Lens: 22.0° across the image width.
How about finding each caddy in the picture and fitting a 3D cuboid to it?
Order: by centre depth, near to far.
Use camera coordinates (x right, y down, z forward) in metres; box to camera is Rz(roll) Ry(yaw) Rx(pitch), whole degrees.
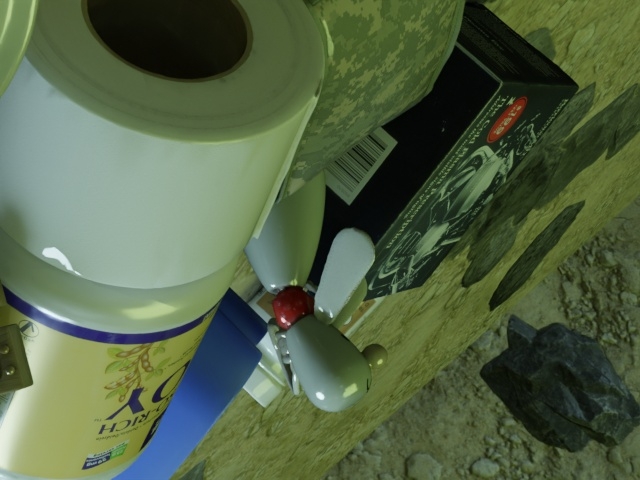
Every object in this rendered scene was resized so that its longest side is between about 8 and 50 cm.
[{"bbox_3d":[-0.211,0.159,1.825,0.341,0.179,0.241,-51,-174,11],"label":"caddy"}]

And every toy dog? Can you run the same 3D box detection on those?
[{"bbox_3d":[0.000,0.000,1.741,0.161,0.334,0.220,-21,-176,-8],"label":"toy dog"}]

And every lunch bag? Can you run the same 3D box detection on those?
[{"bbox_3d":[0.015,-0.208,1.541,0.235,0.169,0.287,-37,166,-29],"label":"lunch bag"}]

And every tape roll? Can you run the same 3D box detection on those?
[{"bbox_3d":[-0.136,-0.109,1.258,0.246,0.246,0.169,-33,157,-41],"label":"tape roll"}]

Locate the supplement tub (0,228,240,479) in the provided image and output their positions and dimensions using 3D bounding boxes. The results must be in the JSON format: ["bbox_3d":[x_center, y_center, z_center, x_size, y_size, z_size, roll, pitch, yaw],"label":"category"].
[{"bbox_3d":[-0.230,0.072,1.449,0.241,0.241,0.331,-30,157,-45],"label":"supplement tub"}]

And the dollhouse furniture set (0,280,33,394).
[{"bbox_3d":[-0.317,0.058,1.224,0.144,0.151,0.123,-14,180,11],"label":"dollhouse furniture set"}]

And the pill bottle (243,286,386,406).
[{"bbox_3d":[-0.032,0.109,2.226,0.229,0.131,0.131,-46,164,-4],"label":"pill bottle"}]

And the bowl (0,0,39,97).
[{"bbox_3d":[-0.252,-0.141,0.929,0.298,0.134,0.298,-54,157,-36],"label":"bowl"}]

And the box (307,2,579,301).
[{"bbox_3d":[0.104,-0.110,1.975,0.343,0.179,0.312,-52,164,19],"label":"box"}]
